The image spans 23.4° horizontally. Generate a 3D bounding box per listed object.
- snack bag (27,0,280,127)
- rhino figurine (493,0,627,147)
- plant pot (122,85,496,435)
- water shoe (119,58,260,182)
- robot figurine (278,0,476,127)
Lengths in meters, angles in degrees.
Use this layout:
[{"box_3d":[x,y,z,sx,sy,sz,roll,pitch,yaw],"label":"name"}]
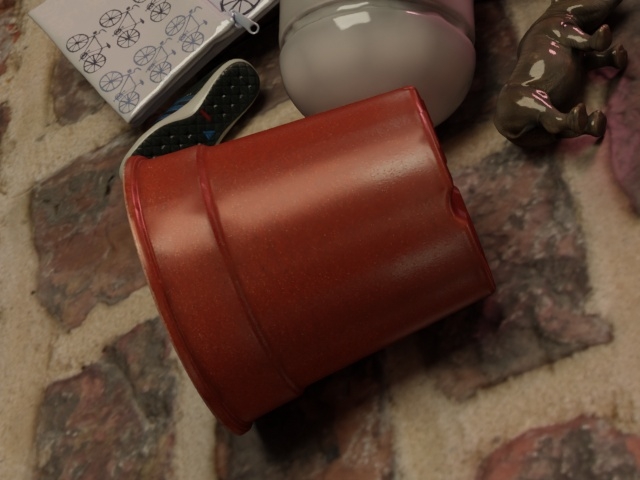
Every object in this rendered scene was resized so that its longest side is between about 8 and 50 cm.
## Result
[{"box_3d":[-0.173,-0.322,1.901,0.342,0.037,0.323,-41,45,-3],"label":"snack bag"},{"box_3d":[0.241,-0.184,1.521,0.106,0.073,0.243,-2,49,33],"label":"rhino figurine"},{"box_3d":[0.000,0.000,1.385,0.265,0.272,0.272,-22,40,6],"label":"plant pot"},{"box_3d":[-0.151,-0.127,1.783,0.203,0.073,0.080,-43,16,-12],"label":"water shoe"},{"box_3d":[0.057,-0.249,1.588,0.200,0.300,0.353,4,66,-10],"label":"robot figurine"}]
